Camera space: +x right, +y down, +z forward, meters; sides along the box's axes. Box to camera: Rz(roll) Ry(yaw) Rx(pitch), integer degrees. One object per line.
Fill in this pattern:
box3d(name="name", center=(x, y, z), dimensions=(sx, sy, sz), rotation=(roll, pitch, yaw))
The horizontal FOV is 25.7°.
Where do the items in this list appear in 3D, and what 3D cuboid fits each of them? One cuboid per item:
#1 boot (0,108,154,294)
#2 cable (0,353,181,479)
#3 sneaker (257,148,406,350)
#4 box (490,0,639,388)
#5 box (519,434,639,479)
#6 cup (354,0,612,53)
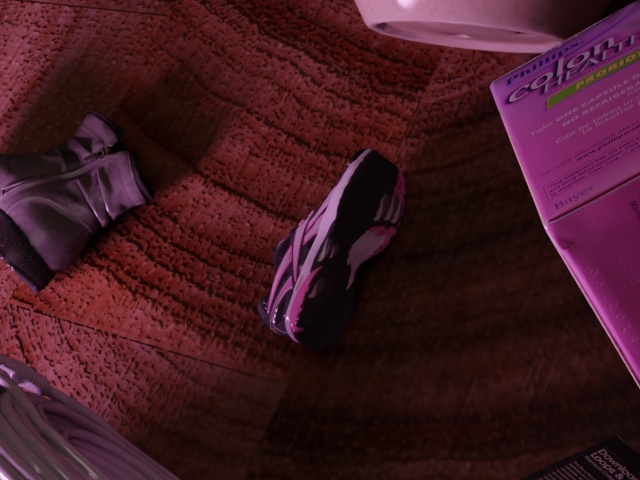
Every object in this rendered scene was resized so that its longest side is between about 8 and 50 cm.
box3d(name="boot", center=(-0.266, -0.068, 1.337), dimensions=(0.161, 0.083, 0.246), rotation=(-41, 54, -8))
box3d(name="cable", center=(-0.145, 0.200, 0.959), dimensions=(0.089, 0.257, 0.257), rotation=(-51, 25, -3))
box3d(name="sneaker", center=(0.000, 0.000, 1.131), dimensions=(0.077, 0.072, 0.178), rotation=(6, 58, 45))
box3d(name="box", center=(0.215, 0.000, 0.847), dimensions=(0.117, 0.213, 0.243), rotation=(-29, 21, 11))
box3d(name="box", center=(0.166, 0.190, 0.874), dimensions=(0.162, 0.029, 0.116), rotation=(-19, 41, -29))
box3d(name="cup", center=(0.132, -0.276, 1.100), dimensions=(0.331, 0.331, 0.237), rotation=(8, 92, 34))
